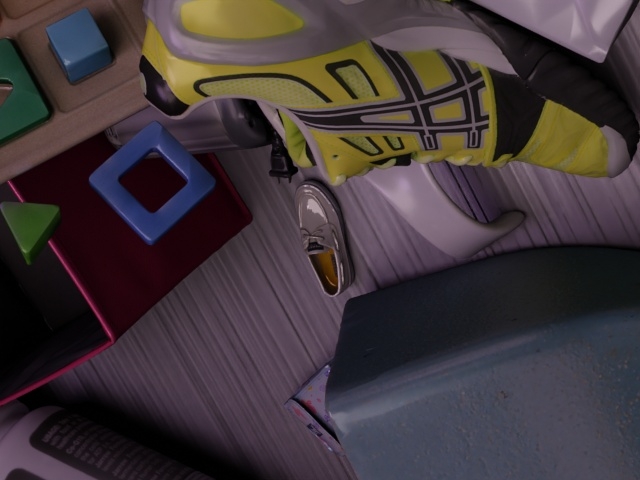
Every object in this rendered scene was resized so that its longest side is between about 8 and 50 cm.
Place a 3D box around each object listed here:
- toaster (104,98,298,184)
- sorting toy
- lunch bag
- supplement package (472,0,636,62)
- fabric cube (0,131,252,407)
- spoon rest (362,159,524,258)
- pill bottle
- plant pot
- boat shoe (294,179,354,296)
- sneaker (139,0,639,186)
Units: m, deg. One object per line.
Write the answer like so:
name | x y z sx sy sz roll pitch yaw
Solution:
toaster | -0.090 -0.149 1.029 0.146 0.129 0.227 -6 102 39
sorting toy | -0.206 -0.144 0.918 0.196 0.047 0.348 -29 80 -14
lunch bag | 0.015 0.144 1.193 0.071 0.053 0.083 46 128 0
supplement package | 0.125 -0.279 0.926 0.262 0.145 0.204 28 118 8
fabric cube | -0.260 -0.024 1.115 0.259 0.258 0.254 -29 99 28
spoon rest | 0.047 -0.099 1.064 0.137 0.084 0.276 -36 96 31
pill bottle | -0.218 0.248 1.263 0.283 0.161 0.161 24 117 11
plant pot | 0.174 0.138 1.029 0.252 0.248 0.247 -23 101 11
boat shoe | 0.000 0.000 1.149 0.035 0.035 0.100 -8 108 24
sneaker | 0.048 -0.107 0.953 0.384 0.145 0.147 19 102 -25
